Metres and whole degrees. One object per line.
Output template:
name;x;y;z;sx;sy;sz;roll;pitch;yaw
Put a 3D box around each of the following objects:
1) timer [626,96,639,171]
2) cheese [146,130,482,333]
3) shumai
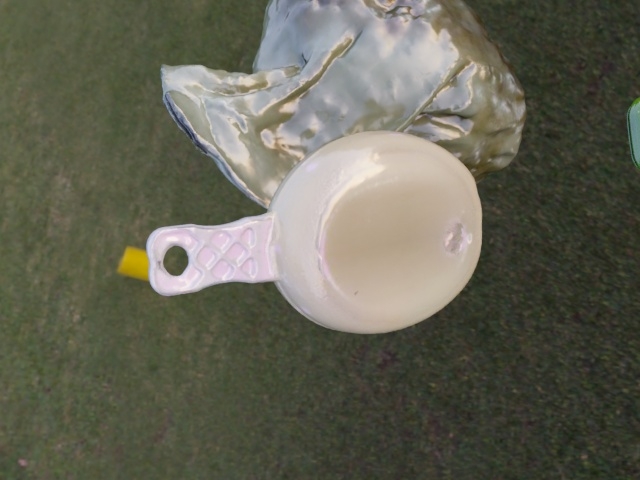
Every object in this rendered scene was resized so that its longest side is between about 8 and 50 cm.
timer;0.561;-0.169;1.326;0.047;0.128;0.140;-17;75;59
cheese;0.000;0.000;0.525;0.064;0.228;0.137;-164;69;-64
shumai;0.017;-0.123;0.803;0.330;0.288;0.291;27;122;18
